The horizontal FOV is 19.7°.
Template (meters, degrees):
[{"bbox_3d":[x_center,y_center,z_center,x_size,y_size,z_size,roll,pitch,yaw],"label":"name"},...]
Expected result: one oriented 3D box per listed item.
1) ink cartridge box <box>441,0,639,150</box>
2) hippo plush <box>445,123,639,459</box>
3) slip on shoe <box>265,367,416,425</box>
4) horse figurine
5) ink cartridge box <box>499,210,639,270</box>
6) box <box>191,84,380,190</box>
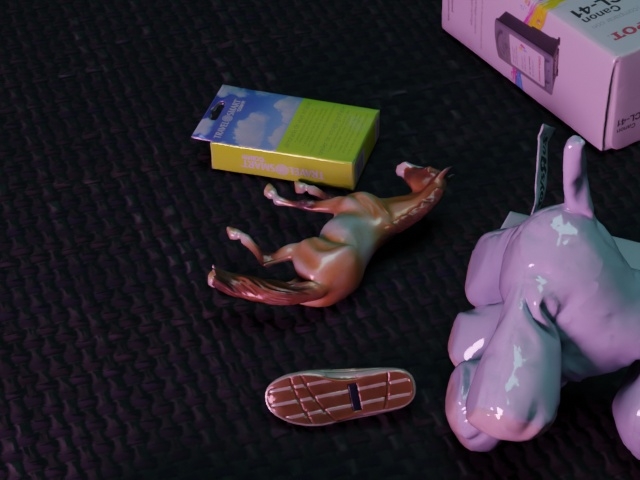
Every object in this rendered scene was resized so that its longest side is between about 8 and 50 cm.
[{"bbox_3d":[0.311,-0.255,2.070,0.226,0.131,0.306,-23,43,-25],"label":"ink cartridge box"},{"bbox_3d":[0.257,0.070,1.615,0.237,0.294,0.234,16,7,-8],"label":"hippo plush"},{"bbox_3d":[0.019,0.138,1.667,0.135,0.051,0.041,-9,-1,2],"label":"slip on shoe"},{"bbox_3d":[0.000,0.000,1.816,0.174,0.066,0.263,14,39,27],"label":"horse figurine"},{"bbox_3d":[0.267,0.045,1.727,0.207,0.097,0.046,14,42,18],"label":"ink cartridge box"},{"bbox_3d":[-0.036,-0.111,1.968,0.178,0.042,0.109,10,40,13],"label":"box"}]
